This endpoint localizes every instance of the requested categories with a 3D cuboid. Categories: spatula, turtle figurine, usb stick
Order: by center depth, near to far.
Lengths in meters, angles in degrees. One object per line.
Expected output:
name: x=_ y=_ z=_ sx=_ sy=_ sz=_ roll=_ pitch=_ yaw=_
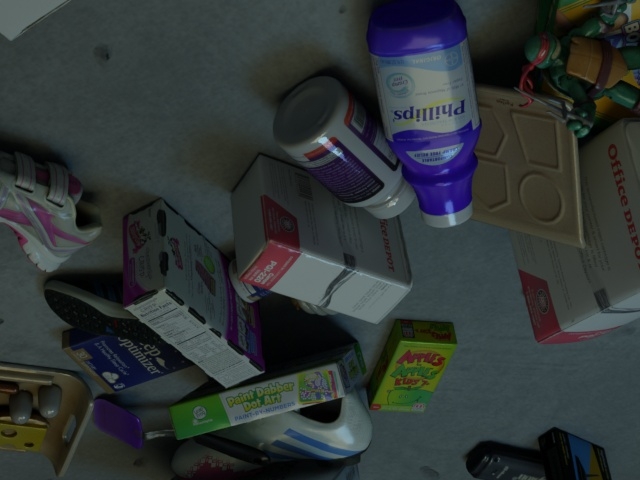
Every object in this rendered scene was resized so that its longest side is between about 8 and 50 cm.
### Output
turtle figurine: x=0.312 y=-0.197 z=1.508 sx=0.234 sy=0.118 sz=0.175 roll=11 pitch=95 yaw=-22
spatula: x=-0.218 y=0.304 z=2.112 sx=0.296 sy=0.030 sz=0.084 roll=11 pitch=133 yaw=9
usb stick: x=0.385 y=0.410 z=2.386 sx=0.278 sy=0.045 sz=0.077 roll=16 pitch=135 yaw=-25

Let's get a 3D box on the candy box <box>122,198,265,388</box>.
candy box: x=-0.170 y=0.075 z=1.833 sx=0.071 sy=0.159 sz=0.233 roll=-26 pitch=135 yaw=19

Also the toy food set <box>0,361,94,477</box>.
toy food set: x=-0.519 y=0.283 z=2.070 sx=0.306 sy=0.092 sz=0.220 roll=10 pitch=136 yaw=-18

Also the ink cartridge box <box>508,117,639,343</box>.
ink cartridge box: x=0.366 y=-0.007 z=1.708 sx=0.117 sy=0.207 sz=0.283 roll=-3 pitch=163 yaw=-26

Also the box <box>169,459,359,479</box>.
box: x=-0.118 y=0.411 z=2.165 sx=0.322 sy=0.232 sz=0.058 roll=-11 pitch=95 yaw=15

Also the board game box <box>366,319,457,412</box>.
board game box: x=0.139 y=0.197 z=2.107 sx=0.092 sy=0.043 sz=0.181 roll=5 pitch=138 yaw=-14

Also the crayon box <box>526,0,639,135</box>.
crayon box: x=0.340 y=-0.247 z=1.598 sx=0.165 sy=0.081 sz=0.278 roll=-4 pitch=139 yaw=-4

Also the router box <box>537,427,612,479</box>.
router box: x=0.442 y=0.420 z=2.305 sx=0.133 sy=0.179 sz=0.046 roll=25 pitch=132 yaw=-33

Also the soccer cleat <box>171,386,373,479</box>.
soccer cleat: x=-0.084 y=0.293 z=2.154 sx=0.331 sy=0.116 sz=0.143 roll=-10 pitch=117 yaw=6

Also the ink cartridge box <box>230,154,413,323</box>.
ink cartridge box: x=0.000 y=0.000 z=1.772 sx=0.218 sy=0.158 sz=0.092 roll=18 pitch=132 yaw=-26

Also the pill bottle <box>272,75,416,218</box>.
pill bottle: x=0.038 y=-0.109 z=1.692 sx=0.108 sy=0.108 sz=0.193 roll=-29 pitch=134 yaw=23

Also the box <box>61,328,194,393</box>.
box: x=-0.248 y=0.148 z=2.001 sx=0.225 sy=0.036 sz=0.136 roll=-21 pitch=137 yaw=13

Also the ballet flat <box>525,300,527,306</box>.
ballet flat: x=0.370 y=0.058 z=1.977 sx=0.173 sy=0.049 sz=0.057 roll=-34 pitch=132 yaw=27

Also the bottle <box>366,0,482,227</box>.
bottle: x=0.131 y=-0.148 z=1.624 sx=0.118 sy=0.092 sz=0.283 roll=-7 pitch=124 yaw=8

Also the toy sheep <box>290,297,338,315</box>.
toy sheep: x=0.012 y=0.063 z=1.905 sx=0.132 sy=0.091 sz=0.091 roll=-25 pitch=136 yaw=27

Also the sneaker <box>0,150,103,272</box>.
sneaker: x=-0.362 y=-0.065 z=1.700 sx=0.111 sy=0.103 sz=0.252 roll=-25 pitch=143 yaw=14

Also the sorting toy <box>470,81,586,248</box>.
sorting toy: x=0.241 y=-0.099 z=1.669 sx=0.038 sy=0.193 sz=0.208 roll=-35 pitch=125 yaw=-34

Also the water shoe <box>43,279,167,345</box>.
water shoe: x=-0.285 y=0.089 z=1.904 sx=0.203 sy=0.080 sz=0.073 roll=17 pitch=136 yaw=10

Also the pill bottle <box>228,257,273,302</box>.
pill bottle: x=-0.061 y=0.033 z=1.871 sx=0.120 sy=0.067 sz=0.067 roll=-26 pitch=136 yaw=21

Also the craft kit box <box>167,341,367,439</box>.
craft kit box: x=-0.069 y=0.214 z=1.978 sx=0.250 sy=0.061 sz=0.246 roll=-16 pitch=177 yaw=10

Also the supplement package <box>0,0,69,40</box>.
supplement package: x=-0.276 y=-0.361 z=1.329 sx=0.262 sy=0.145 sz=0.204 roll=-28 pitch=135 yaw=21
